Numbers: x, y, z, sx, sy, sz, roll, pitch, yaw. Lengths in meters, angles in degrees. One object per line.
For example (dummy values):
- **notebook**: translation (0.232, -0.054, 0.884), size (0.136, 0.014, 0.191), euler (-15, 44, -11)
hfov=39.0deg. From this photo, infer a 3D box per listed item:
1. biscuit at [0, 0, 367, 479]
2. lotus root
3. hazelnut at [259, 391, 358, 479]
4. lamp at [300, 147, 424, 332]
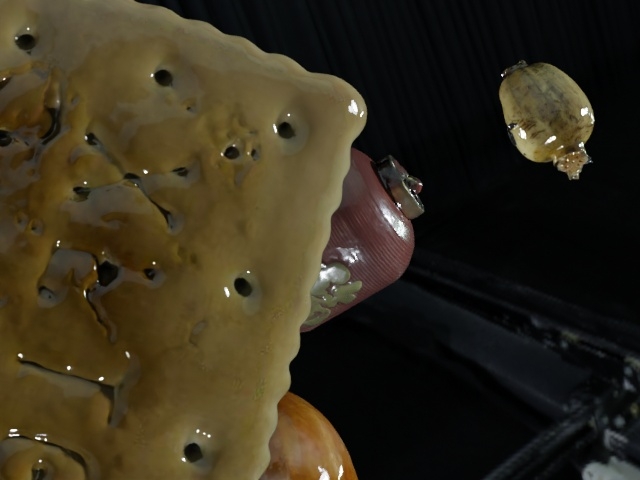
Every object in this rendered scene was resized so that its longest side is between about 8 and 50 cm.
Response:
- **biscuit**: translation (-0.113, 0.041, 0.434), size (0.044, 0.217, 0.325), euler (155, -47, -79)
- **lotus root**: translation (0.418, -0.238, 1.695), size (0.154, 0.140, 0.257), euler (-26, -121, -1)
- **hazelnut**: translation (-0.091, 0.435, 1.527), size (0.372, 0.315, 0.372), euler (-18, -118, 39)
- **lamp**: translation (0.000, 0.000, 0.995), size (0.258, 0.180, 0.180), euler (-31, -154, 11)
